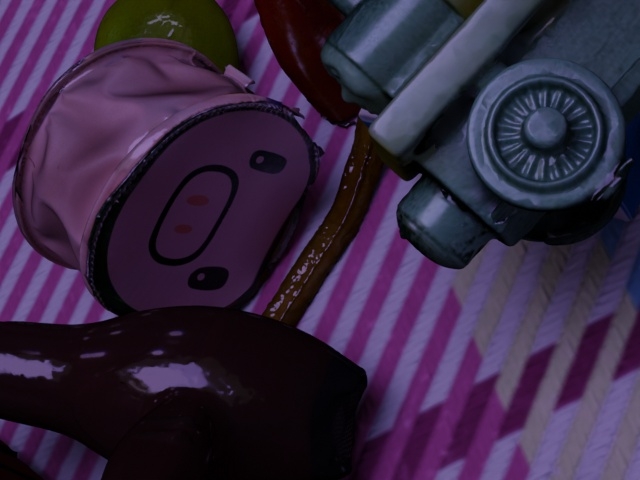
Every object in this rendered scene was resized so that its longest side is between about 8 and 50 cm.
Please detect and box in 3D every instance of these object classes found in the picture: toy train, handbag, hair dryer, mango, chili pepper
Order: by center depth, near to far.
[{"bbox_3d":[0.143,-0.163,0.780,0.237,0.150,0.369,43,91,9],"label":"toy train"},{"bbox_3d":[-0.136,0.121,0.799,0.312,0.340,0.123,6,102,4],"label":"hair dryer"},{"bbox_3d":[-0.111,-0.038,0.977,0.116,0.179,0.205,47,118,42],"label":"handbag"},{"bbox_3d":[-0.007,-0.163,0.986,0.065,0.169,0.088,19,74,34],"label":"chili pepper"},{"bbox_3d":[-0.118,-0.133,1.094,0.117,0.089,0.163,-26,67,7],"label":"mango"}]

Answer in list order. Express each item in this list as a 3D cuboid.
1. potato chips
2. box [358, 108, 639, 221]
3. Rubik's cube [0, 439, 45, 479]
[{"bbox_3d":[0.000,0.000,0.985,0.026,0.037,0.204,23,84,47],"label":"potato chips"},{"bbox_3d":[0.142,-0.108,0.930,0.194,0.073,0.139,18,77,36],"label":"box"},{"bbox_3d":[-0.353,0.222,0.889,0.293,0.283,0.288,18,74,52],"label":"Rubik's cube"}]
